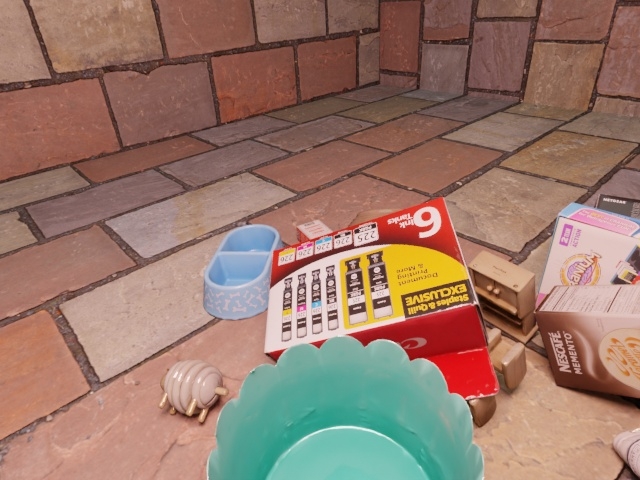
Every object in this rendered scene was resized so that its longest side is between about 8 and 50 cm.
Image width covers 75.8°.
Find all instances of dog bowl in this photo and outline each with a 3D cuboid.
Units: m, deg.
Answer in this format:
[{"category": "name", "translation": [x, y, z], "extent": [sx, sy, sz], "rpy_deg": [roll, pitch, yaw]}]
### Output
[{"category": "dog bowl", "translation": [-0.171, 0.057, 0.950], "extent": [0.165, 0.074, 0.297], "rpy_deg": [0, 32, 7]}]

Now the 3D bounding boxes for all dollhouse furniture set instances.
[{"category": "dollhouse furniture set", "translation": [0.254, 0.165, 0.707], "extent": [0.242, 0.161, 0.212], "rpy_deg": [-41, 42, -14]}]

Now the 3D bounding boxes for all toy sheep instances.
[{"category": "toy sheep", "translation": [-0.200, 0.233, 0.651], "extent": [0.131, 0.091, 0.091], "rpy_deg": [4, 31, 23]}]

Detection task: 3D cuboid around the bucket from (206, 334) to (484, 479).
[{"category": "bucket", "translation": [0.026, 0.266, 0.459], "extent": [0.280, 0.183, 0.281], "rpy_deg": [-2, 35, 2]}]

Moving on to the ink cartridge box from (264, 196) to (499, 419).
[{"category": "ink cartridge box", "translation": [0.081, 0.110, 0.637], "extent": [0.309, 0.130, 0.272], "rpy_deg": [-18, 45, 17]}]

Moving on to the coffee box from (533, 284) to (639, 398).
[{"category": "coffee box", "translation": [0.463, 0.143, 0.583], "extent": [0.098, 0.141, 0.246], "rpy_deg": [-30, 12, -37]}]

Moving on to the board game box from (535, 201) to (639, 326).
[{"category": "board game box", "translation": [0.517, 0.101, 0.639], "extent": [0.064, 0.243, 0.316], "rpy_deg": [-27, 38, -35]}]

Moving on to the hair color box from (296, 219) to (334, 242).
[{"category": "hair color box", "translation": [0.000, 0.000, 1.055], "extent": [0.071, 0.043, 0.141], "rpy_deg": [-18, 35, -22]}]

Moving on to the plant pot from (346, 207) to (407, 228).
[{"category": "plant pot", "translation": [0.139, -0.007, 0.878], "extent": [0.236, 0.110, 0.237], "rpy_deg": [-3, -4, 0]}]

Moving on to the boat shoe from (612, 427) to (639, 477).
[{"category": "boat shoe", "translation": [0.501, 0.261, 0.526], "extent": [0.225, 0.083, 0.076], "rpy_deg": [0, 2, 4]}]

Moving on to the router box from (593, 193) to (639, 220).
[{"category": "router box", "translation": [0.642, 0.036, 0.734], "extent": [0.308, 0.243, 0.081], "rpy_deg": [15, 71, 28]}]
